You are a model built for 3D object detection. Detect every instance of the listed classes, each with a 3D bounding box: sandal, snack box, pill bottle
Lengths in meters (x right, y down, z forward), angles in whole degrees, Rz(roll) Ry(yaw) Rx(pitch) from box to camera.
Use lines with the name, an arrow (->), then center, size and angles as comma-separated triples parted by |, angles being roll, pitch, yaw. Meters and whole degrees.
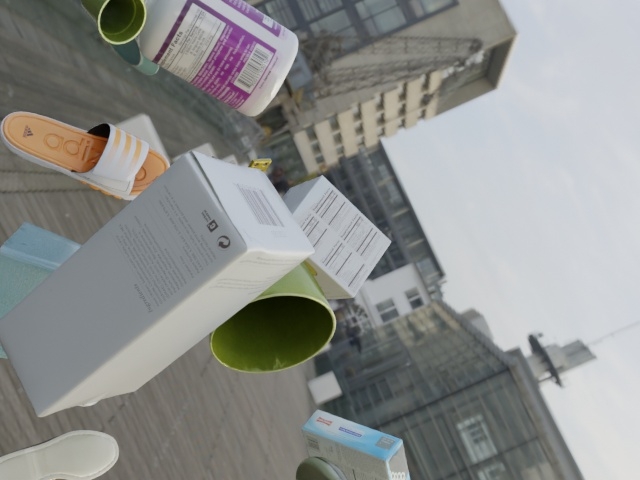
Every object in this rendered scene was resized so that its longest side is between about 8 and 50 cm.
sandal -> 0.024, 0.403, 1.058 | 0.303, 0.086, 0.120 | 3, -89, 62
snack box -> 0.085, 0.477, 1.374 | 0.187, 0.060, 0.322 | 11, -53, 36
sandal -> -0.354, -0.138, 1.136 | 0.076, 0.265, 0.102 | -27, -127, 53
pill bottle -> -0.204, -0.354, 1.253 | 0.301, 0.169, 0.169 | 28, 15, -19

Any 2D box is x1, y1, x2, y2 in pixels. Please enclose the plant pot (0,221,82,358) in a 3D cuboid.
plant pot -> -0.599, 0.133, 1.659 | 0.247, 0.252, 0.248 | -123, -128, -72

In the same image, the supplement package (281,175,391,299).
supplement package -> 0.000, 0.000, 1.944 | 0.263, 0.198, 0.199 | 43, -23, -17

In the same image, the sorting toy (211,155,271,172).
sorting toy -> -0.240, -0.127, 1.555 | 0.132, 0.274, 0.046 | 105, -37, -61

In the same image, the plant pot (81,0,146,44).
plant pot -> -0.321, -0.352, 1.111 | 0.079, 0.083, 0.083 | 39, -13, 29

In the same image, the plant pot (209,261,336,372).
plant pot -> -0.132, 0.102, 1.666 | 0.275, 0.275, 0.293 | 65, 5, -47

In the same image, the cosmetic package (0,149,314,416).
cosmetic package -> -0.224, 0.065, 1.002 | 0.156, 0.385, 0.217 | 58, 16, 14

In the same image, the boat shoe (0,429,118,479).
boat shoe -> -0.617, 0.509, 1.667 | 0.324, 0.097, 0.116 | -2, 74, -51

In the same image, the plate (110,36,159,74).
plate -> -0.387, -0.407, 1.448 | 0.188, 0.024, 0.188 | 37, -28, 23
